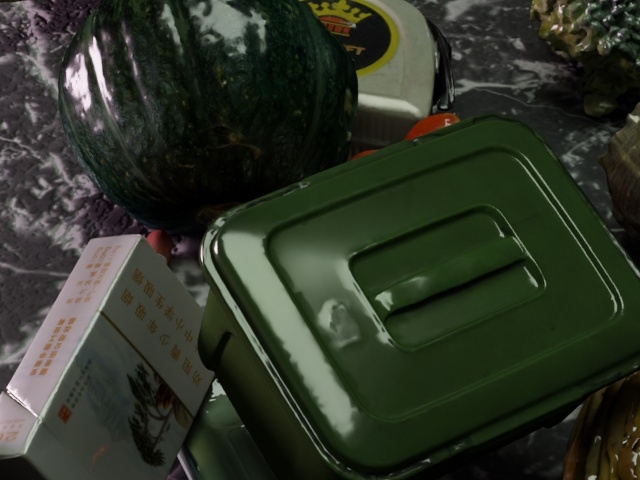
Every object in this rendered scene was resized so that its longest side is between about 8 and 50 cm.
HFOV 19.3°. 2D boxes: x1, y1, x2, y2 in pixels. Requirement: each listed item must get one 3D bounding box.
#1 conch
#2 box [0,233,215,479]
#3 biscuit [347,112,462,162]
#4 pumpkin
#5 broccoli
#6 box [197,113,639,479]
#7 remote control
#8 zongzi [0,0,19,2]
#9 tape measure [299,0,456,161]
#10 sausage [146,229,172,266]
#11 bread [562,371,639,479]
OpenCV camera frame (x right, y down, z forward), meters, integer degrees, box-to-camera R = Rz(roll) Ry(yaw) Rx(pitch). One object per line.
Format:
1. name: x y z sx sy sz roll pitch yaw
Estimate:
1. conch: 0.376 -0.042 1.846 0.178 0.163 0.245 -17 65 4
2. box: -0.175 0.129 1.550 0.067 0.149 0.233 -9 43 38
3. biscuit: 0.123 -0.020 1.850 0.165 0.036 0.250 -31 54 2
4. pumpkin: -0.127 -0.149 1.866 0.293 0.197 0.263 -16 67 17
5. broccoli: 0.312 -0.280 2.123 0.248 0.245 0.288 14 65 -25
6. box: 0.072 0.069 1.493 0.329 0.178 0.252 -20 68 -29
7. remote control: -0.041 0.192 1.585 0.128 0.065 0.335 -15 37 -17
8. zongzi: -0.311 -0.443 2.413 0.418 0.181 0.447 -19 37 -23
9. tape measure: 0.041 -0.174 2.060 0.271 0.133 0.231 10 44 12
10. sausage: -0.167 0.054 1.815 0.029 0.029 0.223 2 35 4
11. bread: 0.342 0.155 1.544 0.278 0.167 0.324 10 35 14
